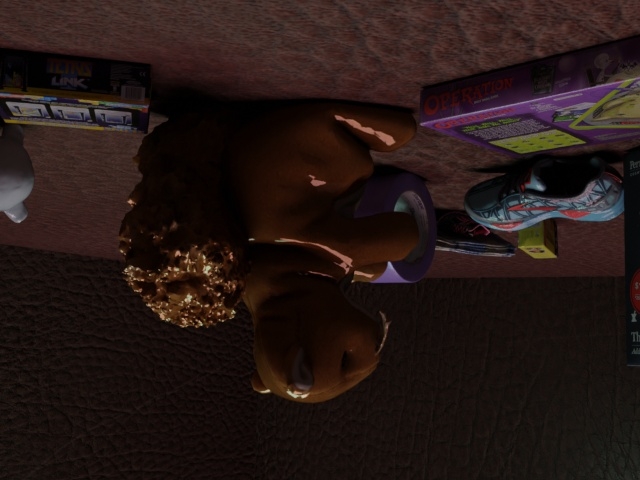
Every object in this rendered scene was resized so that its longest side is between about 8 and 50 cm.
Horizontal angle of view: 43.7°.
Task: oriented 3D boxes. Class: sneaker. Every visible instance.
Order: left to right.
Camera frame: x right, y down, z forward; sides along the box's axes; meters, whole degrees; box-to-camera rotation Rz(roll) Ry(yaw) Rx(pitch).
[{"bbox_3d":[0.315,-0.031,1.739,0.119,0.057,0.047,-2,136,-1],"label":"sneaker"},{"bbox_3d":[0.339,-0.089,1.248,0.262,0.104,0.125,-7,152,32],"label":"sneaker"}]

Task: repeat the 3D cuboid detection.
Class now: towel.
[{"bbox_3d":[0.273,-0.016,1.801,0.285,0.034,0.209,6,-165,-15],"label":"towel"}]

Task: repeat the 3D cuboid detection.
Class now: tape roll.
[{"bbox_3d":[0.123,-0.021,1.378,0.080,0.189,0.189,-3,171,35],"label":"tape roll"}]

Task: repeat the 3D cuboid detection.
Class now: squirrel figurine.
[{"bbox_3d":[-0.074,0.022,1.040,0.397,0.370,0.281,5,173,-24],"label":"squirrel figurine"}]

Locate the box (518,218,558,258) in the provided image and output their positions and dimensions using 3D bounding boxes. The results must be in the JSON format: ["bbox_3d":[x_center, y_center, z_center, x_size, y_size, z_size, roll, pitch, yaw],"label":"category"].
[{"bbox_3d":[0.481,-0.013,1.763,0.058,0.087,0.232,-3,170,24],"label":"box"}]

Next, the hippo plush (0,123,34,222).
[{"bbox_3d":[-0.497,-0.106,1.059,0.294,0.234,0.236,15,-151,20],"label":"hippo plush"}]

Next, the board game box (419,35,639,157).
[{"bbox_3d":[0.306,-0.151,0.857,0.347,0.056,0.208,-5,174,44],"label":"board game box"}]

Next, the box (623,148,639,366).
[{"bbox_3d":[0.560,0.012,1.009,0.179,0.312,0.343,4,172,-15],"label":"box"}]

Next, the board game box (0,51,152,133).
[{"bbox_3d":[-0.280,-0.165,0.910,0.170,0.048,0.141,3,175,-13],"label":"board game box"}]
